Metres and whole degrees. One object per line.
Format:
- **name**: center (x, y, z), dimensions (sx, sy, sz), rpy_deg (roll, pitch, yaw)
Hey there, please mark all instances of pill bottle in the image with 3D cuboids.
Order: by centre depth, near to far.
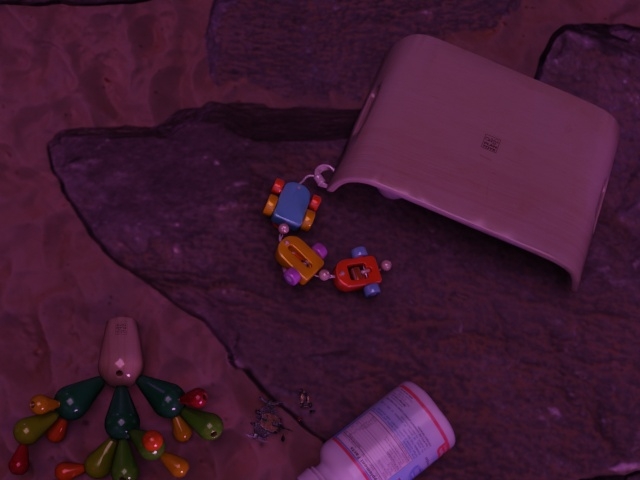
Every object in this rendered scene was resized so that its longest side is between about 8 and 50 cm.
- **pill bottle**: center (0.057, 0.228, 1.151), dimensions (0.160, 0.087, 0.087), rpy_deg (-36, 79, -13)

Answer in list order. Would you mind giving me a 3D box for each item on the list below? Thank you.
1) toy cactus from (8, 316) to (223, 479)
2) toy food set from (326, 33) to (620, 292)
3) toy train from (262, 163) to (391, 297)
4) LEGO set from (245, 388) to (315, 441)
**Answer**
- **toy cactus**: center (-0.216, 0.167, 1.152), dimensions (0.219, 0.112, 0.180), rpy_deg (-6, 64, 3)
- **toy food set**: center (0.185, -0.090, 1.264), dimensions (0.306, 0.092, 0.220), rpy_deg (23, 62, 2)
- **toy train**: center (0.000, 0.000, 1.239), dimensions (0.125, 0.046, 0.166), rpy_deg (-14, 69, -24)
- **LEGO set**: center (-0.047, 0.194, 1.191), dimensions (0.083, 0.023, 0.054), rpy_deg (-7, 76, -20)
